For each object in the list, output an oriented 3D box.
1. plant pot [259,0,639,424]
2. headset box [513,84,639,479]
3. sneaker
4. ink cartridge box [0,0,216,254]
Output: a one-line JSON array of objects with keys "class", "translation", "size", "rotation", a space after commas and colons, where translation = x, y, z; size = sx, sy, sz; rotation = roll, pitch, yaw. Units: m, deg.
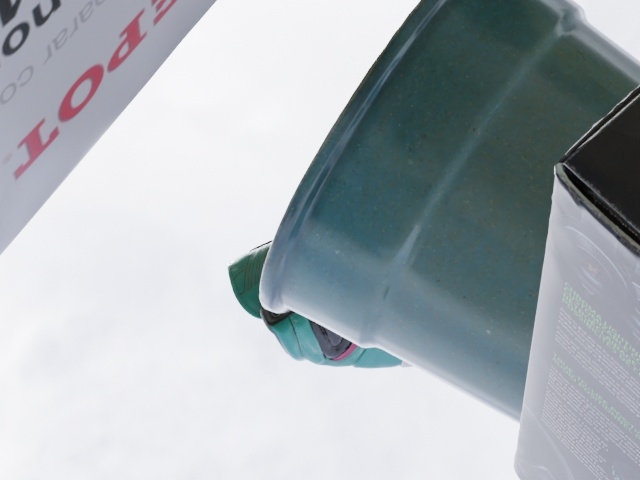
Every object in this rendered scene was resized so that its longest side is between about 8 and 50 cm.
[{"class": "plant pot", "translation": [0.186, 0.000, 1.343], "size": [0.334, 0.341, 0.341], "rotation": [34, -118, 12]}, {"class": "headset box", "translation": [0.197, -0.003, 0.592], "size": [0.246, 0.283, 0.131], "rotation": [-41, -111, -14]}, {"class": "sneaker", "translation": [0.000, 0.000, 1.657], "size": [0.178, 0.295, 0.124], "rotation": [-9, -150, -3]}, {"class": "ink cartridge box", "translation": [-0.068, -0.162, 0.335], "size": [0.131, 0.306, 0.226], "rotation": [32, -111, 15]}]
